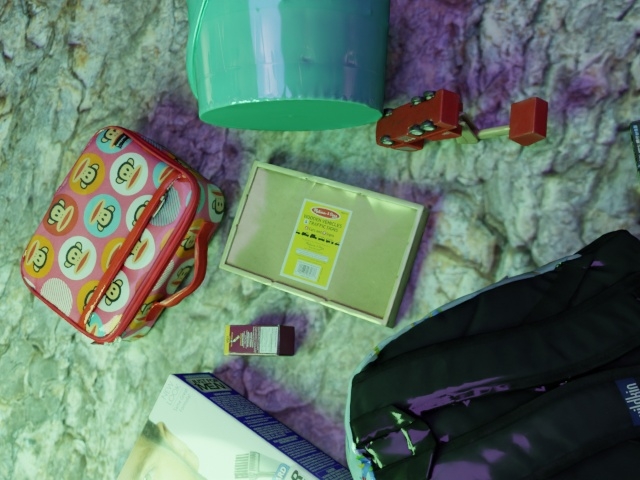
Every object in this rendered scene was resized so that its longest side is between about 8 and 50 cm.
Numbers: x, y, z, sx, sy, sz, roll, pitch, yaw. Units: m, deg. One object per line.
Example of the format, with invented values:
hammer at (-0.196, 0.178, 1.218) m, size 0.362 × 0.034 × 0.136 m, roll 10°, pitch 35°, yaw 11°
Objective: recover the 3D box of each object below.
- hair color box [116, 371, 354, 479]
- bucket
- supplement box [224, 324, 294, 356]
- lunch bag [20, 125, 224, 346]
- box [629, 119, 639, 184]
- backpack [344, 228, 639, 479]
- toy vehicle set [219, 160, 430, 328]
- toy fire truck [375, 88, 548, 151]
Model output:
hair color box at (-0.086, 0.334, 0.847) m, size 0.338 × 0.110 × 0.185 m, roll 28°, pitch 92°, yaw 25°
bucket at (-0.040, -0.247, 0.854) m, size 0.281 × 0.281 × 0.183 m, roll 0°, pitch 91°, yaw 22°
supplement box at (-0.084, 0.138, 0.911) m, size 0.083 × 0.055 × 0.043 m, roll -2°, pitch 79°, yaw 20°
lunch bag at (-0.284, 0.003, 0.990) m, size 0.258 × 0.120 × 0.293 m, roll 33°, pitch 94°, yaw 20°
box at (0.409, -0.106, 0.783) m, size 0.067 × 0.018 × 0.083 m, roll -8°, pitch 77°, yaw 21°
backpack at (0.198, 0.185, 0.684) m, size 0.355 × 0.273 × 0.290 m, roll -15°, pitch 65°, yaw -18°
toy vehicle set at (0.000, 0.000, 0.915) m, size 0.266 × 0.035 × 0.166 m, roll 18°, pitch 86°, yaw 24°
toy fire truck at (0.174, -0.146, 0.842) m, size 0.192 × 0.135 × 0.047 m, roll -9°, pitch 73°, yaw 60°
